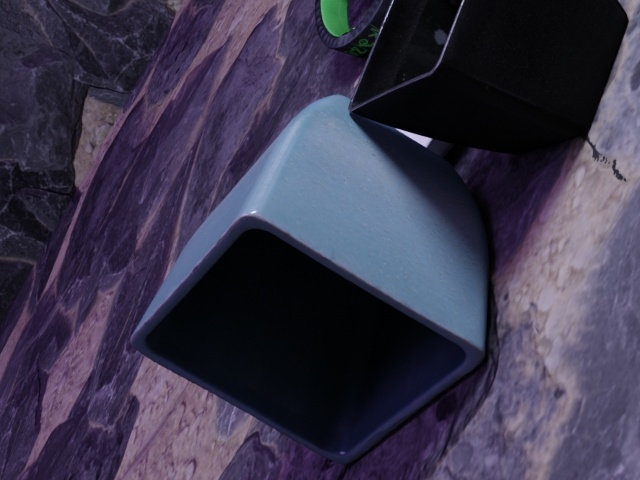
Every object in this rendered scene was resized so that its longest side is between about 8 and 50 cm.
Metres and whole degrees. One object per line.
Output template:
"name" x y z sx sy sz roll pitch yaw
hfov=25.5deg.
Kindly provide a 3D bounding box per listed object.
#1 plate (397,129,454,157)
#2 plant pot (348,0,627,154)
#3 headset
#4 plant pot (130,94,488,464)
"plate" 0.147 -0.203 1.552 0.277 0.045 0.278 -55 19 22
"plant pot" 0.162 -0.177 1.274 0.188 0.167 0.187 -16 50 68
"headset" 0.102 -0.439 1.937 0.243 0.185 0.394 -12 69 63
"plant pot" 0.011 0.011 1.337 0.247 0.248 0.252 -45 19 45
